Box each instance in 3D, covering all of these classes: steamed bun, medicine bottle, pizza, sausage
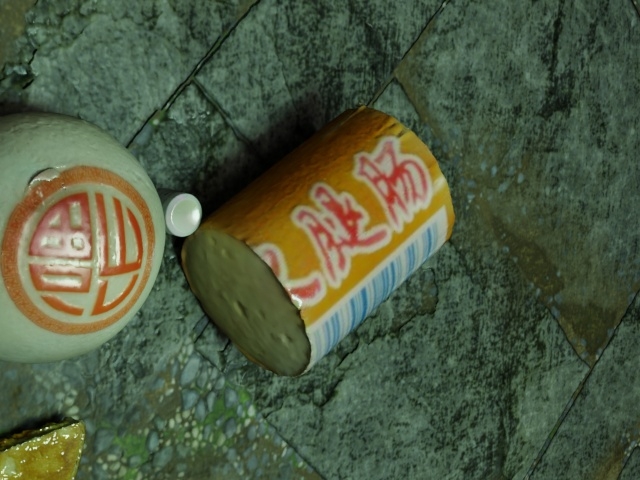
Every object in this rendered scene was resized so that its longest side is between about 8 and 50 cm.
[{"bbox_3d":[-0.289,0.002,1.218,0.283,0.177,0.283,-10,106,-39],"label":"steamed bun"},{"bbox_3d":[-0.186,-0.036,1.359,0.052,0.089,0.052,-10,106,-39],"label":"medicine bottle"},{"bbox_3d":[-0.345,0.266,1.309,0.175,0.046,0.134,-52,130,-17],"label":"pizza"},{"bbox_3d":[0.000,0.000,1.438,0.287,0.233,0.233,-40,123,-27],"label":"sausage"}]
